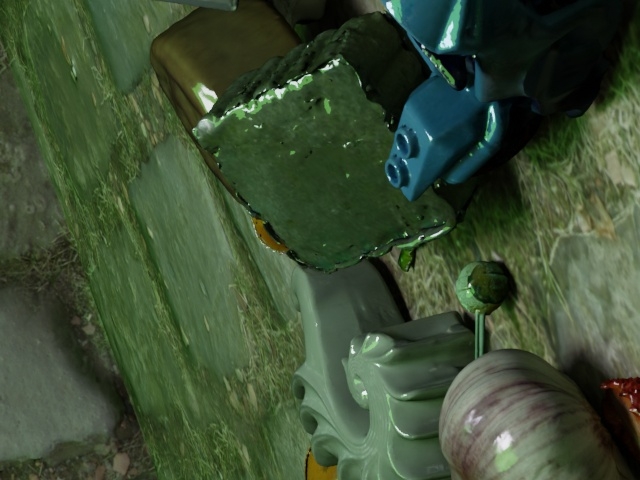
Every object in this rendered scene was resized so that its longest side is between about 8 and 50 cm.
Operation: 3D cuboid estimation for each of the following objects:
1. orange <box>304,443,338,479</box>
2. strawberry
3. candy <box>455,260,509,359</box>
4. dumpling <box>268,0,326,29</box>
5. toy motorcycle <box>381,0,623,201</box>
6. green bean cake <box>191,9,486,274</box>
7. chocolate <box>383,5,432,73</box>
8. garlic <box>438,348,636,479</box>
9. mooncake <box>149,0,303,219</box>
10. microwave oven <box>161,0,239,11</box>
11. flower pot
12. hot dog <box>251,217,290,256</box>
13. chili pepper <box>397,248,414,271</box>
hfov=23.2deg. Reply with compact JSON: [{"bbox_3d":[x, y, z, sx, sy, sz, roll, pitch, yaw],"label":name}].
[{"bbox_3d":[0.053,0.322,2.166,0.157,0.134,0.156,-20,59,37],"label":"orange"},{"bbox_3d":[0.310,0.171,1.495,0.152,0.048,0.103,-115,8,-67],"label":"strawberry"},{"bbox_3d":[0.174,0.120,1.695,0.061,0.061,0.202,138,138,-68],"label":"candy"},{"bbox_3d":[-0.049,-0.305,1.939,0.176,0.092,0.150,48,157,31],"label":"dumpling"},{"bbox_3d":[0.133,-0.176,1.388,0.172,0.232,0.416,60,157,23],"label":"toy motorcycle"},{"bbox_3d":[0.022,-0.096,1.674,0.255,0.132,0.241,-23,115,41],"label":"green bean cake"},{"bbox_3d":[0.102,-0.239,1.648,0.085,0.086,0.219,52,155,42],"label":"chocolate"},{"bbox_3d":[0.188,0.251,1.578,0.245,0.253,0.245,48,-168,-14],"label":"garlic"},{"bbox_3d":[-0.086,-0.159,1.898,0.284,0.155,0.284,53,172,11],"label":"mooncake"},{"bbox_3d":[-0.172,-0.516,1.687,0.432,0.236,0.374,95,-176,-46],"label":"microwave oven"},{"bbox_3d":[0.077,0.183,1.926,0.367,0.165,0.254,33,131,59],"label":"flower pot"},{"bbox_3d":[-0.044,-0.097,2.075,0.069,0.131,0.252,-51,-52,-87],"label":"hot dog"},{"bbox_3d":[0.109,0.009,1.903,0.083,0.022,0.027,111,170,-60],"label":"chili pepper"}]
